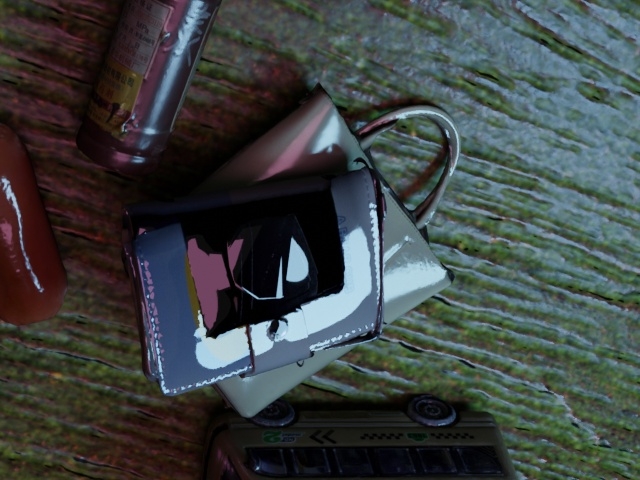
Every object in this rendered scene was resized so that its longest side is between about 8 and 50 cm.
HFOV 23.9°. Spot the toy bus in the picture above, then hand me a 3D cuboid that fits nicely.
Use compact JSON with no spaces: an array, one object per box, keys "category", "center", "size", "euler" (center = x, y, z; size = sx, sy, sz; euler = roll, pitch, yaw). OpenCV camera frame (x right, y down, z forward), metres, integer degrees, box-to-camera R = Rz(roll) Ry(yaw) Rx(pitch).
[{"category":"toy bus","center":[0.036,0.244,1.438],"size":[0.289,0.157,0.139],"euler":[3,117,-14]}]

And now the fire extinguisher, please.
[{"category":"fire extinguisher","center":[-0.113,-0.178,1.234],"size":[0.106,0.075,0.252],"euler":[1,120,-45]}]

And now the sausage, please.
[{"category":"sausage","center":[-0.267,-0.011,1.283],"size":[0.077,0.077,0.194],"euler":[-14,118,-5]}]

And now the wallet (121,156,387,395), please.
[{"category":"wallet","center":[-0.046,0.032,1.253],"size":[0.231,0.069,0.170],"euler":[-12,106,-22]}]

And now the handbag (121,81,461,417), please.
[{"category":"handbag","center":[0.000,0.000,1.332],"size":[0.315,0.109,0.241],"euler":[-34,120,3]}]
